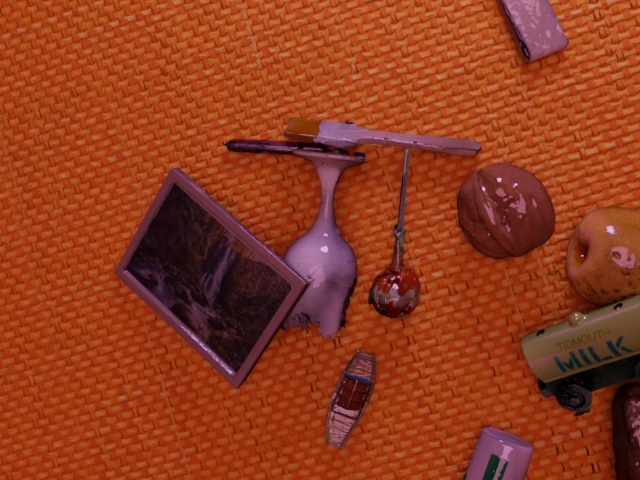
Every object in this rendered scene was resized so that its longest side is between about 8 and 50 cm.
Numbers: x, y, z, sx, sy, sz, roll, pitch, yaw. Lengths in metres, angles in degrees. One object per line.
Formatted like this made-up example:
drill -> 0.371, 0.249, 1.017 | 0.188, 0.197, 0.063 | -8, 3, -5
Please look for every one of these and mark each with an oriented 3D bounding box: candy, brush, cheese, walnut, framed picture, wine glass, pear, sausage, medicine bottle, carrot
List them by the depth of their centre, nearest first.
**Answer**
pear -> 0.489, 0.030, 1.302 | 0.178, 0.178, 0.178 | 0, 90, 6
carrot -> 0.541, 0.375, 1.304 | 0.139, 0.139, 0.301 | -3, 96, 6
walnut -> 0.302, -0.049, 1.328 | 0.167, 0.149, 0.166 | 12, 122, 20
medicine bottle -> 0.271, 0.449, 1.347 | 0.095, 0.095, 0.260 | 21, 91, 6
wine glass -> 0.000, 0.000, 1.355 | 0.144, 0.143, 0.321 | 6, 98, 6
candy -> 0.131, -0.009, 1.366 | 0.084, 0.078, 0.287 | 1, 95, -22
framed picture -> -0.194, 0.062, 1.372 | 0.324, 0.020, 0.240 | 41, 111, 18
cheese -> 0.308, -0.497, 1.383 | 0.085, 0.034, 0.400 | -24, 87, 1
brush -> 0.108, -0.174, 1.385 | 0.337, 0.085, 0.020 | 7, 121, 3
sausage -> -0.076, -0.164, 1.425 | 0.198, 0.028, 0.025 | 4, 80, 5

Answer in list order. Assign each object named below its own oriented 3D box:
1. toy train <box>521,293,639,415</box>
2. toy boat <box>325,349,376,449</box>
toy train -> 0.441, 0.173, 1.282 | 0.253, 0.105, 0.157 | -28, 108, 35
toy boat -> 0.051, 0.272, 1.388 | 0.065, 0.066, 0.172 | 21, 93, 3
